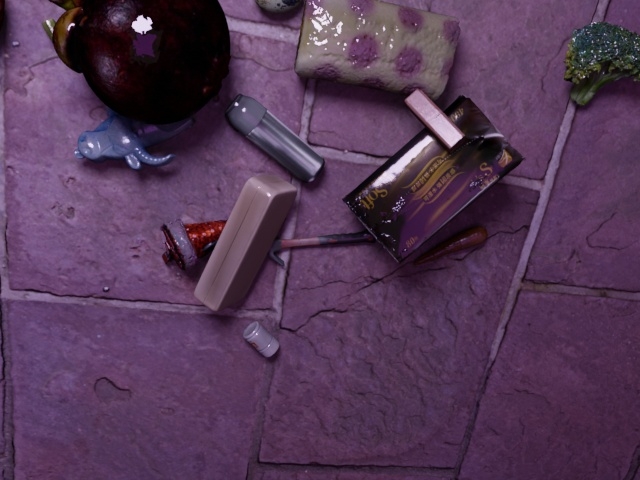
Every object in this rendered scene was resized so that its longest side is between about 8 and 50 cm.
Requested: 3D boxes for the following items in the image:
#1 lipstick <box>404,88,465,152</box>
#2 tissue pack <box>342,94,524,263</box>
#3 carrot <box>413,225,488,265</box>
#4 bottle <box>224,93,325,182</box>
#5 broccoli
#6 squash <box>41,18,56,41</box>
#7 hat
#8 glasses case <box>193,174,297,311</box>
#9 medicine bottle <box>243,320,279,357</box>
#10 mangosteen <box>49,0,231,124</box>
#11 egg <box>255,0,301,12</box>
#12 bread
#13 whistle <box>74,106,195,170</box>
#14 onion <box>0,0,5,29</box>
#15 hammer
[{"bbox_3d":[0.242,-0.253,1.117,0.045,0.045,0.145,-41,76,6],"label":"lipstick"},{"bbox_3d":[0.248,-0.133,1.240,0.370,0.198,0.210,-42,90,8],"label":"tissue pack"},{"bbox_3d":[0.345,0.018,1.413,0.216,0.048,0.048,-24,113,5],"label":"carrot"},{"bbox_3d":[-0.107,-0.231,1.224,0.254,0.079,0.096,38,139,-21],"label":"bottle"},{"bbox_3d":[0.658,-0.407,1.252,0.220,0.194,0.194,-16,114,-28],"label":"broccoli"},{"bbox_3d":[-0.546,-0.416,1.104,0.028,0.027,0.083,-25,112,1],"label":"squash"},{"bbox_3d":[-0.274,-0.011,1.276,0.228,0.128,0.140,-25,155,-17],"label":"hat"},{"bbox_3d":[-0.177,0.007,1.246,0.076,0.144,0.336,34,109,14],"label":"glasses case"},{"bbox_3d":[-0.158,0.263,1.410,0.057,0.057,0.089,-40,112,7],"label":"medicine bottle"},{"bbox_3d":[-0.345,-0.388,1.008,0.347,0.307,0.306,27,104,-2],"label":"mangosteen"},{"bbox_3d":[-0.089,-0.522,1.109,0.110,0.085,0.085,3,110,-17],"label":"egg"},{"bbox_3d":[0.117,-0.421,1.144,0.339,0.155,0.187,8,107,-13],"label":"bread"},{"bbox_3d":[-0.410,-0.234,1.161,0.269,0.093,0.180,-23,87,-2],"label":"whistle"},{"bbox_3d":[-0.726,-0.434,0.942,0.273,0.285,0.273,-7,134,-7],"label":"onion"},{"bbox_3d":[0.000,0.000,1.350,0.288,0.033,0.111,-6,111,-8],"label":"hammer"}]
